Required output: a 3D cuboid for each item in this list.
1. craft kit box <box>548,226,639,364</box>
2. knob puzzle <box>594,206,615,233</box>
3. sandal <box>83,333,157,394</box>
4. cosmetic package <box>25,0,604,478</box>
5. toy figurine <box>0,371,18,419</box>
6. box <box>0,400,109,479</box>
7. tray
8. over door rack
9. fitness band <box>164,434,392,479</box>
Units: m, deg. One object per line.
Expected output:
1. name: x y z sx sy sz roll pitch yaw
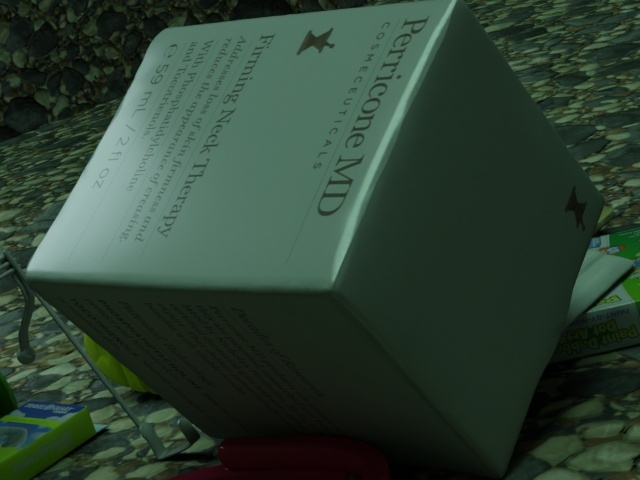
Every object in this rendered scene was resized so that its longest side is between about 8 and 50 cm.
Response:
1. craft kit box: 0.300 0.062 1.764 0.250 0.061 0.246 -14 19 5
2. knob puzzle: 0.289 -0.004 2.026 0.213 0.030 0.213 -16 15 5
3. sandal: -0.129 0.106 1.900 0.318 0.126 0.138 -6 13 1
4. cosmetic package: 0.003 -0.001 1.527 0.394 0.327 0.329 0 55 40
5. toy figurine: -0.469 0.220 1.847 0.159 0.130 0.173 -40 6 -37
6. box: -0.342 0.233 1.775 0.109 0.042 0.178 0 22 41
7. tray: 0.218 0.065 1.679 0.145 0.030 0.270 -1 22 38
8. over door rack: -0.321 0.170 1.611 0.108 0.324 0.239 -50 -6 34
9. fitness band: -0.069 0.255 1.451 0.291 0.054 0.209 -6 21 31
